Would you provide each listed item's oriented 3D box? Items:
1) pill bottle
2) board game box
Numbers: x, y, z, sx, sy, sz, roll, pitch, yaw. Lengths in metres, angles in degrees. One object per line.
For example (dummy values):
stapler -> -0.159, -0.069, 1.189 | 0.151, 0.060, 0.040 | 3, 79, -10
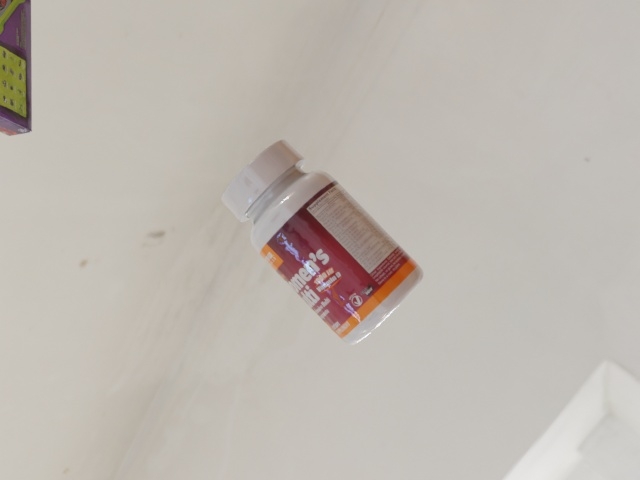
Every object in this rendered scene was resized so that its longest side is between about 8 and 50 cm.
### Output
pill bottle -> 0.000, 0.000, 0.941 | 0.221, 0.121, 0.121 | 46, -153, 4
board game box -> -0.489, -0.343, 1.191 | 0.056, 0.347, 0.208 | -7, 168, 11
